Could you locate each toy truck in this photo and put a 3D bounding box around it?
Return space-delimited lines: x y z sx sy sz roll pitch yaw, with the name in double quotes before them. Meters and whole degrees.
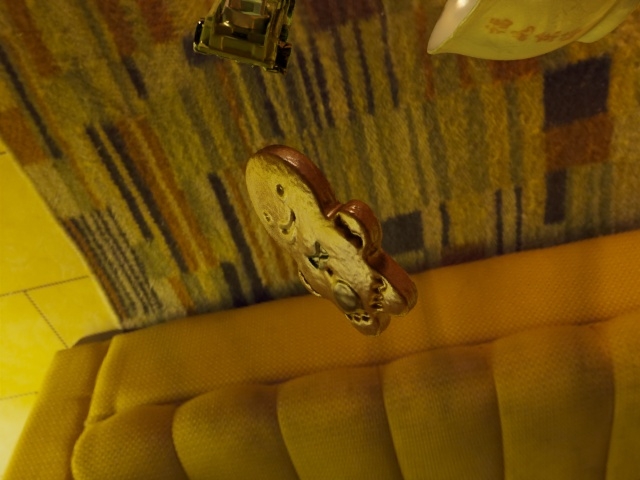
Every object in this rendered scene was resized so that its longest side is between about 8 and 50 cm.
"toy truck" -0.090 -0.347 0.871 0.128 0.259 0.135 13 126 -6

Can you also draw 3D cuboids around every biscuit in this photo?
"biscuit" 0.000 0.000 0.650 0.236 0.039 0.180 49 150 12

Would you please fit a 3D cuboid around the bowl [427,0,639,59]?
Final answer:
"bowl" 0.345 -0.399 0.833 0.196 0.435 0.434 30 122 -6
